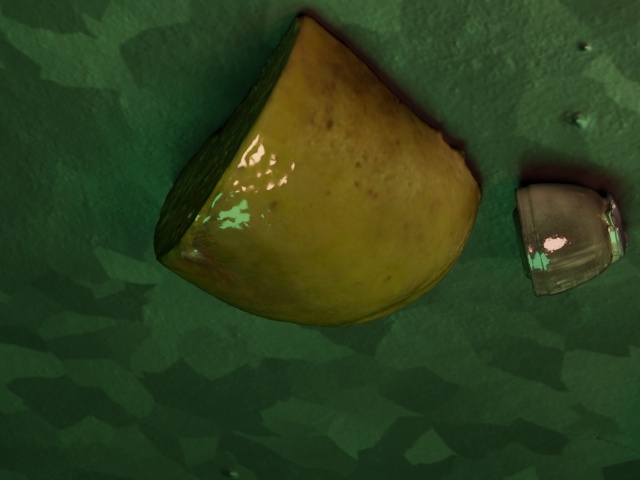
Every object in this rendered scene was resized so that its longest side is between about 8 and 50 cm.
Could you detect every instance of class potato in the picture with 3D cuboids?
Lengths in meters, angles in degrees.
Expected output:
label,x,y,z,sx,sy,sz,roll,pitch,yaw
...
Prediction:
label,x,y,z,sx,sy,sz,roll,pitch,yaw
potato,0.000,0.000,1.654,0.280,0.212,0.330,28,140,-14

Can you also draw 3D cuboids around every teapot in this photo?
label,x,y,z,sx,sy,sz,roll,pitch,yaw
teapot,0.250,0.007,1.665,0.108,0.111,0.149,-11,130,9
